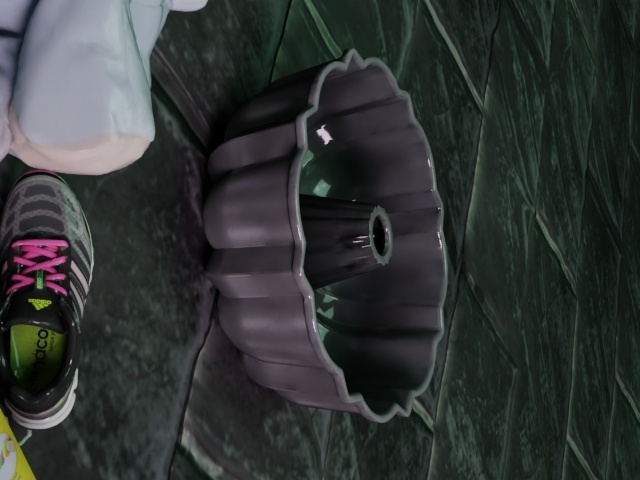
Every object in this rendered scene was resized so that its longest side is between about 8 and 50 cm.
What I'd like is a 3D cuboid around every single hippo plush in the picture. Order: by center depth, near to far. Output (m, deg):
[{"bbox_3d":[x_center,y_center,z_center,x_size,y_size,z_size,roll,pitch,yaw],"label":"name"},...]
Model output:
[{"bbox_3d":[-0.190,-0.161,0.789,0.236,0.234,0.294,163,-61,-86],"label":"hippo plush"}]

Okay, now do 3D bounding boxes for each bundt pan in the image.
[{"bbox_3d":[0.000,0.000,1.173,0.331,0.124,0.331,-5,90,-65],"label":"bundt pan"}]

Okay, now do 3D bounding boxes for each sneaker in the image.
[{"bbox_3d":[-0.179,0.036,0.839,0.075,0.063,0.170,148,-56,-79],"label":"sneaker"}]

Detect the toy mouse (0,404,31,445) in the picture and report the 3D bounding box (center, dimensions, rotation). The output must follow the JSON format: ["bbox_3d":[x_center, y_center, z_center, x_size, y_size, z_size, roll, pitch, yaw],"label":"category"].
[{"bbox_3d":[-0.234,0.122,0.768,0.161,0.031,0.143,-41,122,-55],"label":"toy mouse"}]

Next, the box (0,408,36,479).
[{"bbox_3d":[-0.187,0.145,0.662,0.105,0.043,0.179,-68,150,-51],"label":"box"}]
